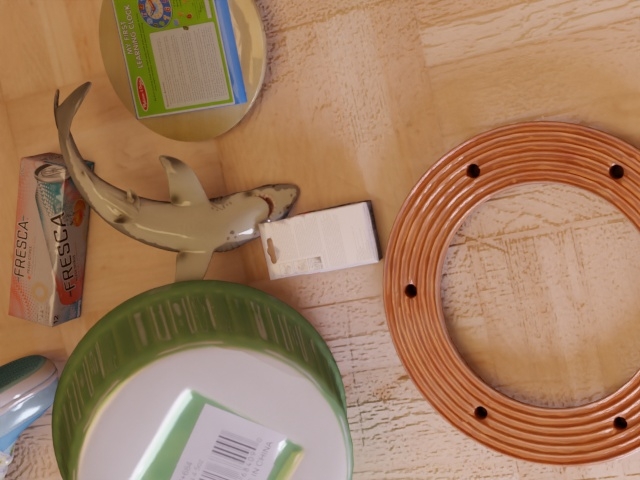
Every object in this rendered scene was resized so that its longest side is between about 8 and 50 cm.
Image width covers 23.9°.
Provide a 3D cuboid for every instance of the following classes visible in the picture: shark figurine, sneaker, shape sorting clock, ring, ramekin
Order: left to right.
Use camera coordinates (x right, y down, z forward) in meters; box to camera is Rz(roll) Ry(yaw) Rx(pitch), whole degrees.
[{"bbox_3d":[-0.381,0.282,1.730,0.319,0.127,0.208,-35,102,14],"label":"sneaker"},{"bbox_3d":[-0.182,-0.040,1.572,0.278,0.116,0.166,26,87,-1],"label":"shark figurine"},{"bbox_3d":[-0.143,-0.204,1.562,0.206,0.040,0.206,7,107,25],"label":"shape sorting clock"},{"bbox_3d":[-0.111,0.202,1.482,0.304,0.148,0.303,-2,104,-10],"label":"ramekin"},{"bbox_3d":[0.220,0.052,1.448,0.337,0.032,0.336,4,100,24],"label":"ring"}]

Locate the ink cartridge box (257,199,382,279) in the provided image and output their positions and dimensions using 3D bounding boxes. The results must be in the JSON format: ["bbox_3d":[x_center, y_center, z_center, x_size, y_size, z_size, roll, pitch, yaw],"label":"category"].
[{"bbox_3d":[0.000,0.000,1.527,0.115,0.029,0.062,-11,95,14],"label":"ink cartridge box"}]

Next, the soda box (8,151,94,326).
[{"bbox_3d":[-0.296,-0.001,1.661,0.063,0.058,0.183,13,105,23],"label":"soda box"}]
